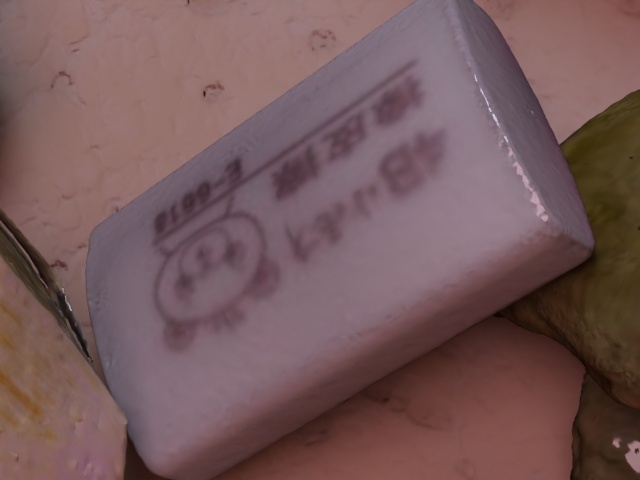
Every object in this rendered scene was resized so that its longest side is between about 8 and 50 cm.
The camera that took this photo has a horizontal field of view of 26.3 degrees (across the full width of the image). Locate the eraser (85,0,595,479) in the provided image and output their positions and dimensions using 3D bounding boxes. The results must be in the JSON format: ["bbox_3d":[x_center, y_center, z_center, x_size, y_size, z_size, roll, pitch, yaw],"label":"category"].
[{"bbox_3d":[0.000,0.000,0.757,0.270,0.095,0.174,-32,56,21],"label":"eraser"}]

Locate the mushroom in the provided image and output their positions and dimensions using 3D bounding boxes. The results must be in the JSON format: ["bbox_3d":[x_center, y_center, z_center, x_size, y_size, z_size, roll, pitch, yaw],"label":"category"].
[{"bbox_3d":[0.207,0.001,0.717,0.217,0.212,0.292,44,94,16],"label":"mushroom"}]

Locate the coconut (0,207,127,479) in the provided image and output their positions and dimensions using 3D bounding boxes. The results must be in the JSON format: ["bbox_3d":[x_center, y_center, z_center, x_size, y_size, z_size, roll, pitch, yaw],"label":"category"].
[{"bbox_3d":[-0.279,0.096,0.701,0.353,0.352,0.352,-3,73,10],"label":"coconut"}]
